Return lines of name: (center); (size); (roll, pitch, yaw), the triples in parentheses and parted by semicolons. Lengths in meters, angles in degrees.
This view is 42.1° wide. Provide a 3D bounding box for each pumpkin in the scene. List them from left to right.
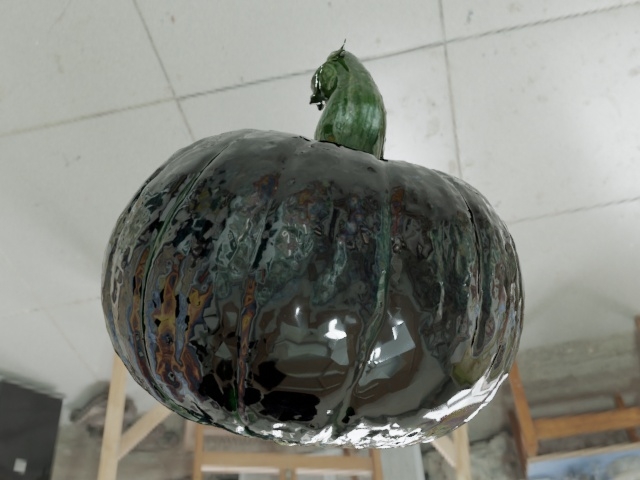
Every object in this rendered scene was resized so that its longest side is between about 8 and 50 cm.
pumpkin: (0.000, 0.000, 0.493); (0.248, 0.248, 0.248); (-2, 137, -2)
